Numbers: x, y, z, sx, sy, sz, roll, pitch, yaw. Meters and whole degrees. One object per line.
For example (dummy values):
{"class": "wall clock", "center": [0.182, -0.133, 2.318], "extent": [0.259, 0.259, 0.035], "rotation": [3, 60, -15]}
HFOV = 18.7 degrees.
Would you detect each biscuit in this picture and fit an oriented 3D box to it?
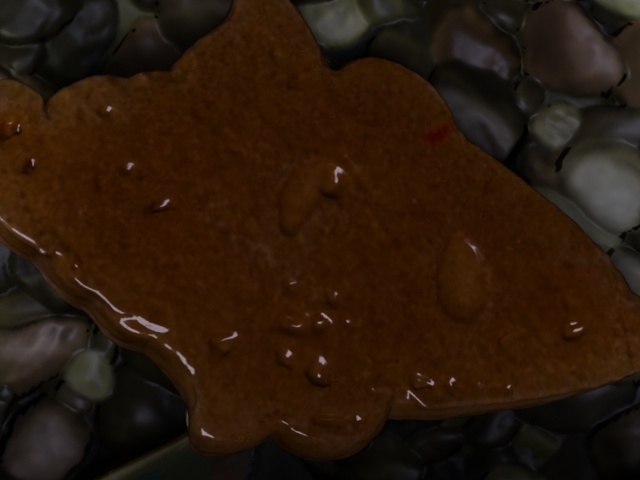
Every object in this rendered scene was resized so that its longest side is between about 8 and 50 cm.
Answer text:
{"class": "biscuit", "center": [0.000, 0.000, 0.740], "extent": [0.280, 0.043, 0.183], "rotation": [17, 72, -17]}

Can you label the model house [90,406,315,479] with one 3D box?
{"class": "model house", "center": [-0.044, 0.248, 0.805], "extent": [0.244, 0.169, 0.326], "rotation": [-30, 103, 16]}
